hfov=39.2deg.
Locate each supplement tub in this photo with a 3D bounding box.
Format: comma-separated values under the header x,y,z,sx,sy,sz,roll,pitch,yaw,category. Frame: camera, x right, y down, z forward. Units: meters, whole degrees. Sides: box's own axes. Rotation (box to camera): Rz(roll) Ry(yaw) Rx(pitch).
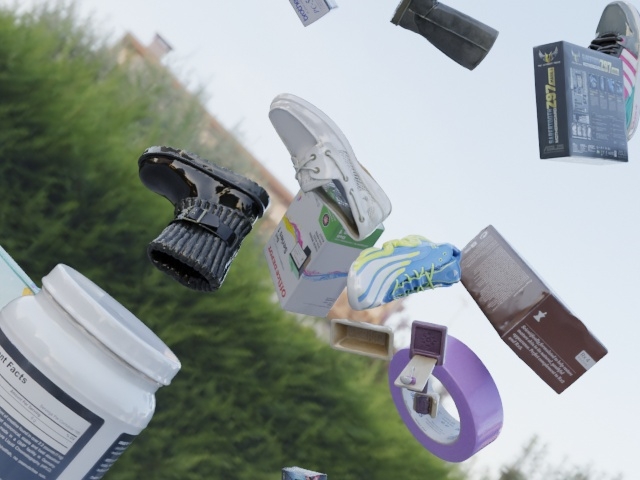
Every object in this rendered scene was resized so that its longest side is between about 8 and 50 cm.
x,y,z,sx,sy,sz,roll,pitch,yaw,category
-0.295,0.180,0.922,0.191,0.272,0.191,40,-6,5,supplement tub

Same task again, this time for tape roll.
x,y,z,sx,sy,sz,roll,pitch,yaw,category
0.272,0.344,1.975,0.274,0.090,0.275,36,-42,39,tape roll

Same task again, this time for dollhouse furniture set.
x,y,z,sx,sy,sz,roll,pitch,yaw,category
0.054,0.127,0.856,0.114,0.091,0.081,10,21,19,dollhouse furniture set

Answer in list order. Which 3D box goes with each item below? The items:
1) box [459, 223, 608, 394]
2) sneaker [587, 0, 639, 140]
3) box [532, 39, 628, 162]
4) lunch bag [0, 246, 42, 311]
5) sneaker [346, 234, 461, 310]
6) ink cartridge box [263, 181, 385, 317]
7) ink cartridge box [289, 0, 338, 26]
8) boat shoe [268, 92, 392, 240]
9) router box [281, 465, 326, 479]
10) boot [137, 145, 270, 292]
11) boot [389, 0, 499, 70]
x,y,z,sx,sy,sz,roll,pitch,yaw,category
0.417,0.131,1.853,0.191,0.143,0.381,43,8,-19,box
0.537,-0.344,1.752,0.178,0.296,0.123,10,-10,-38,sneaker
0.432,-0.220,1.479,0.059,0.184,0.232,-3,0,41,box
-0.553,0.111,1.406,0.279,0.224,0.108,46,-27,13,lunch bag
0.141,0.044,1.396,0.126,0.240,0.091,0,-70,34,sneaker
0.000,0.000,1.952,0.117,0.278,0.201,12,37,-30,ink cartridge box
-0.051,-0.399,1.244,0.207,0.046,0.097,58,16,-10,ink cartridge box
0.003,-0.117,1.473,0.277,0.096,0.098,48,-33,-10,boat shoe
-0.031,0.485,1.652,0.038,0.123,0.092,4,-5,-38,router box
-0.307,-0.052,1.939,0.347,0.260,0.131,20,-30,24,boot
0.266,-0.456,1.799,0.208,0.076,0.190,28,-46,-6,boot
